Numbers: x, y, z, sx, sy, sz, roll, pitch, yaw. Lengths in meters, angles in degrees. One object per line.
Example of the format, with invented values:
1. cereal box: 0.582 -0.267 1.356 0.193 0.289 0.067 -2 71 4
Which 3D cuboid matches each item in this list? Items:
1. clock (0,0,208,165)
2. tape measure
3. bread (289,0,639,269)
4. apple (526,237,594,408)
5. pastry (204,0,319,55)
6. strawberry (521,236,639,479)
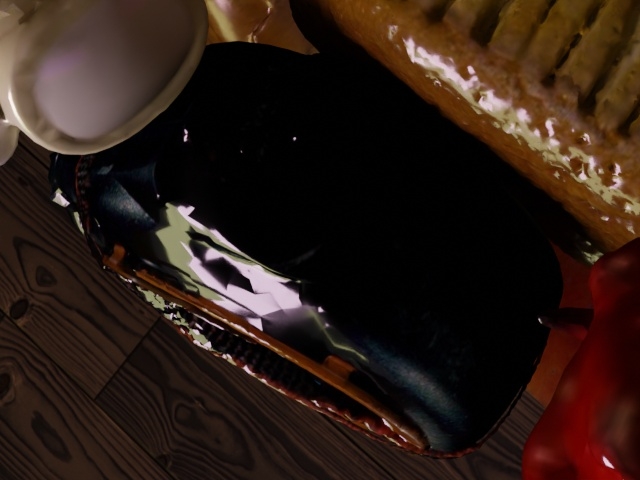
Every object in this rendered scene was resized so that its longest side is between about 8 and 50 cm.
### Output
1. clock: -0.155 -0.149 0.537 0.276 0.120 0.379 45 -179 -22
2. tape measure: 0.000 0.000 0.851 0.223 0.135 0.202 36 168 -20
3. bread: 0.113 -0.080 0.837 0.253 0.142 0.227 40 175 -6
4. apple: 0.297 0.118 1.695 0.365 0.295 0.329 45 157 43
5. pastry: -0.057 -0.228 1.487 0.255 0.162 0.311 48 175 -16
6. strawberry: 0.188 0.064 0.406 0.257 0.261 0.261 45 -176 27
